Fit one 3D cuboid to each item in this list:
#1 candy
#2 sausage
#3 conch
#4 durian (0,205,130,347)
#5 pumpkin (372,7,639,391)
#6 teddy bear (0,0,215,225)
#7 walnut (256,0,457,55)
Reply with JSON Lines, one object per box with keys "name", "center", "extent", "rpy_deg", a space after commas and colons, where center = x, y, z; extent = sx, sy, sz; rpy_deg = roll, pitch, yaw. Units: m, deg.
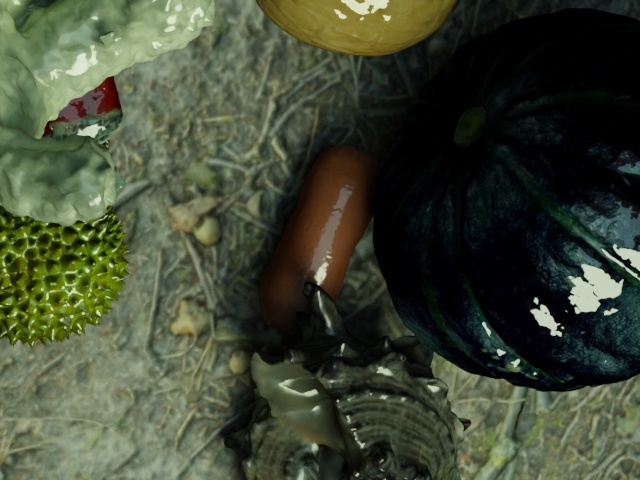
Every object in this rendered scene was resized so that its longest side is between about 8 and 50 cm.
{"name": "candy", "center": [-0.236, -0.172, 1.430], "extent": [0.086, 0.059, 0.292], "rpy_deg": [-15, 105, -18]}
{"name": "sausage", "center": [0.000, 0.000, 1.531], "extent": [0.077, 0.077, 0.194], "rpy_deg": [21, 94, -20]}
{"name": "conch", "center": [0.019, 0.185, 1.524], "extent": [0.240, 0.186, 0.313], "rpy_deg": [1, 139, 11]}
{"name": "durian", "center": [-0.266, 0.013, 1.398], "extent": [0.198, 0.146, 0.159], "rpy_deg": [8, 113, -21]}
{"name": "pumpkin", "center": [0.219, -0.034, 1.444], "extent": [0.266, 0.363, 0.363], "rpy_deg": [34, 89, -36]}
{"name": "teddy bear", "center": [-0.290, -0.129, 1.220], "extent": [0.375, 0.362, 0.327], "rpy_deg": [-37, 100, 12]}
{"name": "walnut", "center": [0.034, -0.253, 1.449], "extent": [0.197, 0.165, 0.165], "rpy_deg": [5, 99, -27]}
